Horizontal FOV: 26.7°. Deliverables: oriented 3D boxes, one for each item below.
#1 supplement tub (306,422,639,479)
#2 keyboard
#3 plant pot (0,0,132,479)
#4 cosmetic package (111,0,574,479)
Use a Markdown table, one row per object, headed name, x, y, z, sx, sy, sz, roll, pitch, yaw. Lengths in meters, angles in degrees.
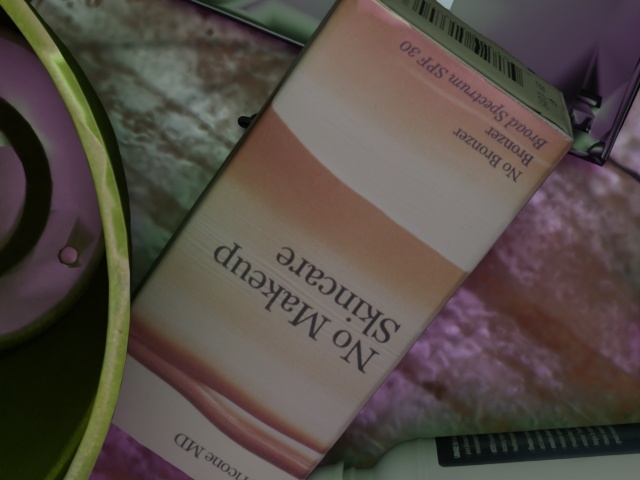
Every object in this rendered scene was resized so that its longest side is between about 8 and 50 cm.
| name | x | y | z | sx | sy | sz | roll | pitch | yaw |
| --- | --- | --- | --- | --- | --- | --- | --- | --- | --- |
| supplement tub | 0.133 | 0.211 | 0.822 | 0.272 | 0.191 | 0.191 | -5 | 99 | 4 |
| keyboard | 0.042 | -0.124 | 0.855 | 0.317 | 0.033 | 0.202 | 22 | 98 | 0 |
| plant pot | -0.252 | -0.008 | 0.722 | 0.366 | 0.353 | 0.367 | 0 | 98 | 2 |
| cosmetic package | 0.000 | 0.000 | 0.801 | 0.153 | 0.129 | 0.296 | 33 | 110 | -5 |
